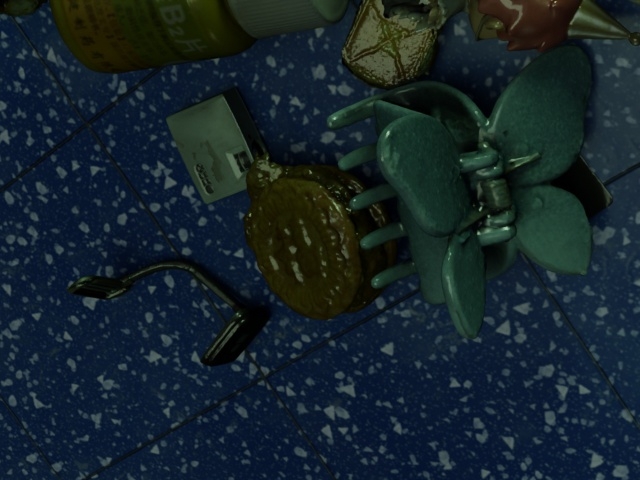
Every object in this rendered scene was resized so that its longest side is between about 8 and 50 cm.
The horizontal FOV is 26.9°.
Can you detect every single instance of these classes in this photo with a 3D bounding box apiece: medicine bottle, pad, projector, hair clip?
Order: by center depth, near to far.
[{"bbox_3d":[0.179,-0.064,1.808,0.238,0.392,0.318,5,117,51],"label":"hair clip"},{"bbox_3d":[-0.166,-0.363,1.860,0.384,0.224,0.224,-5,108,24],"label":"medicine bottle"},{"bbox_3d":[0.325,-0.088,1.887,0.112,0.003,0.157,-36,94,30],"label":"pad"},{"bbox_3d":[-0.150,-0.145,2.032,0.115,0.061,0.147,-19,102,29],"label":"projector"}]

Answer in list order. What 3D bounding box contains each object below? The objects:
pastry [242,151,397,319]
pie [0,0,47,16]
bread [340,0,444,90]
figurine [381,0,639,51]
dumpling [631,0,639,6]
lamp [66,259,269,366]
[{"bbox_3d":[0.000,0.000,1.975,0.235,0.132,0.240,33,128,33],"label":"pastry"},{"bbox_3d":[-0.548,-0.519,1.941,0.418,0.180,0.395,54,150,15],"label":"pie"},{"bbox_3d":[0.103,-0.278,1.868,0.127,0.069,0.140,25,114,11],"label":"bread"},{"bbox_3d":[0.229,-0.323,1.749,0.386,0.207,0.166,15,138,3],"label":"figurine"},{"bbox_3d":[0.455,-0.389,1.630,0.341,0.181,0.260,3,141,-14],"label":"dumpling"},{"bbox_3d":[-0.242,0.097,2.096,0.283,0.203,0.125,26,99,16],"label":"lamp"}]
